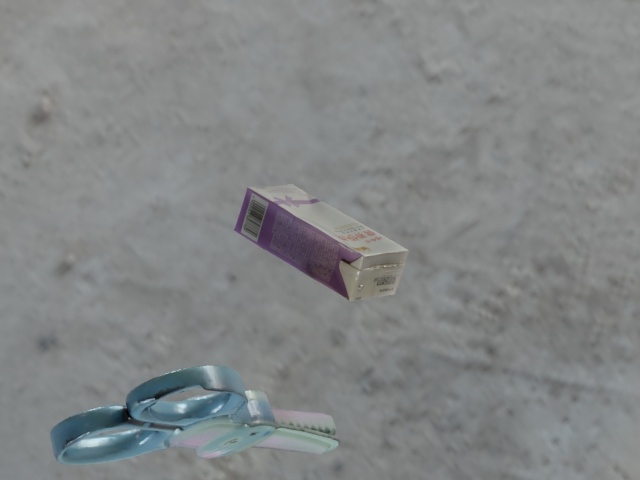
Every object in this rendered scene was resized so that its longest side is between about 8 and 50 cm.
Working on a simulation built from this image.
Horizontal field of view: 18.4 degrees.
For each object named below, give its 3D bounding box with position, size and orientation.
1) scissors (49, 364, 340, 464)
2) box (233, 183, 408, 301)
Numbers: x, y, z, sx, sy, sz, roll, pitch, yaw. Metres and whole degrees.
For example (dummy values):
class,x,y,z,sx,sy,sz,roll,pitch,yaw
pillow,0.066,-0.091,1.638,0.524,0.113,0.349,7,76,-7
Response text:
class,x,y,z,sx,sy,sz,roll,pitch,yaw
scissors,-0.058,0.117,1.258,0.125,0.256,0.030,-27,70,25
box,0.000,0.000,1.335,0.117,0.050,0.036,29,113,35
